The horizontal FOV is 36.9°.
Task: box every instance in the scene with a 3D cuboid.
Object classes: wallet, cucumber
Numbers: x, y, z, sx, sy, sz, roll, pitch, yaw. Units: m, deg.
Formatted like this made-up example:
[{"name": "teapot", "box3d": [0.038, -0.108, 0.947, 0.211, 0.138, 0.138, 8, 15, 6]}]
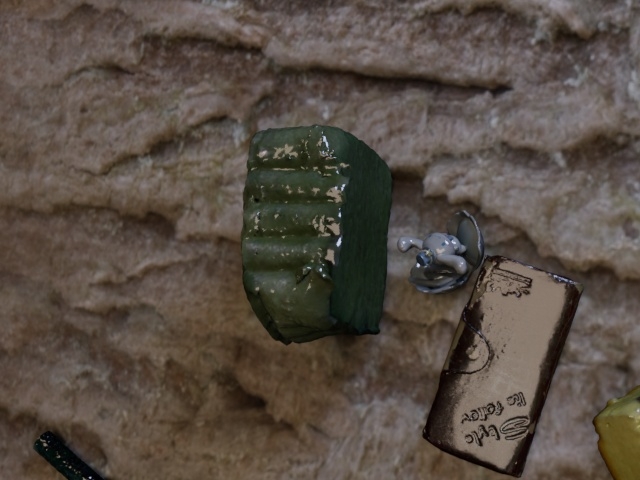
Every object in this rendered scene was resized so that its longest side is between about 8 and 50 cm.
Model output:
[{"name": "wallet", "box3d": [0.201, 0.139, 1.074, 0.121, 0.031, 0.232, 19, 91, 18]}, {"name": "cucumber", "box3d": [-0.314, 0.297, 1.235, 0.133, 0.032, 0.032, 34, 95, 18]}]

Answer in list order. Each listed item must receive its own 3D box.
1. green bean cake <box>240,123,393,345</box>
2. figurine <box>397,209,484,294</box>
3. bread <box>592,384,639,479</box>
[{"name": "green bean cake", "box3d": [0.000, 0.000, 1.059, 0.124, 0.222, 0.227, -5, 79, 18]}, {"name": "figurine", "box3d": [0.140, 0.019, 1.081, 0.086, 0.094, 0.082, -19, 117, -12]}, {"name": "bread", "box3d": [0.397, 0.304, 0.928, 0.077, 0.138, 0.362, -44, 66, 54]}]
